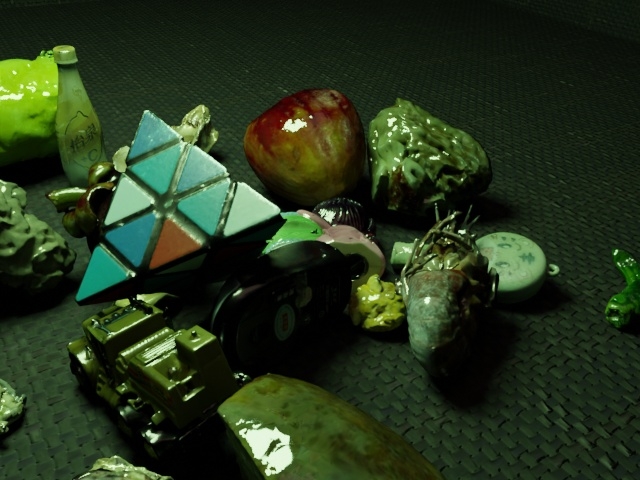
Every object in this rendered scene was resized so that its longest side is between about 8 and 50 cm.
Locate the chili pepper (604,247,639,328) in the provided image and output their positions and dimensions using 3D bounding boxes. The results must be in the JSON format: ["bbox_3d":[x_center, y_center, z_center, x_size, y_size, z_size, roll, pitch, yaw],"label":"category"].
[{"bbox_3d":[0.483,0.073,0.947,0.073,0.050,0.182,9,31,23],"label":"chili pepper"}]

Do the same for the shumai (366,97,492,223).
[{"bbox_3d":[0.176,-0.122,1.151,0.256,0.189,0.218,31,58,13],"label":"shumai"}]

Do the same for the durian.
[{"bbox_3d":[-0.634,-0.220,1.182,0.340,0.256,0.204,-29,85,-40],"label":"durian"}]

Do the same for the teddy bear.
[{"bbox_3d":[-0.603,0.007,0.881,0.368,0.224,0.357,10,32,40],"label":"teddy bear"}]

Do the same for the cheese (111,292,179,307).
[{"bbox_3d":[-0.250,0.086,0.882,0.060,0.041,0.084,25,40,34],"label":"cheese"}]

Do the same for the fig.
[{"bbox_3d":[-0.018,-0.170,1.137,0.224,0.223,0.263,-14,23,-23],"label":"fig"}]

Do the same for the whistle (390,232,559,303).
[{"bbox_3d":[0.241,0.039,0.971,0.258,0.067,0.126,6,45,14],"label":"whistle"}]

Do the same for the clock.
[{"bbox_3d":[0.000,0.000,0.984,0.194,0.100,0.195,3,24,-1],"label":"clock"}]

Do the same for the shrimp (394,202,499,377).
[{"bbox_3d":[0.176,0.040,0.867,0.117,0.145,0.343,-21,30,32],"label":"shrimp"}]

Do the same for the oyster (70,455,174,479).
[{"bbox_3d":[-0.184,0.282,0.572,0.191,0.081,0.163,2,54,-28],"label":"oyster"}]

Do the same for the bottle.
[{"bbox_3d":[-0.449,-0.222,1.137,0.083,0.269,0.083,3,33,-2],"label":"bottle"}]

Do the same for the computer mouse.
[{"bbox_3d":[-0.059,0.081,0.822,0.096,0.137,0.233,31,37,35],"label":"computer mouse"}]

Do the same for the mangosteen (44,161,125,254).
[{"bbox_3d":[-0.292,-0.041,0.932,0.231,0.194,0.194,27,30,-13],"label":"mangosteen"}]

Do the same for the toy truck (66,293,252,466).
[{"bbox_3d":[-0.197,0.138,0.704,0.127,0.127,0.257,-30,29,-34],"label":"toy truck"}]

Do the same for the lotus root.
[{"bbox_3d":[0.034,0.239,0.577,0.314,0.141,0.210,31,41,34],"label":"lotus root"}]

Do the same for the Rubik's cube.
[{"bbox_3d":[-0.176,0.030,0.840,0.284,0.234,0.250,32,78,27],"label":"Rubik's cube"}]

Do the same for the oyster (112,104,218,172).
[{"bbox_3d":[-0.299,-0.175,1.251,0.162,0.107,0.232,25,57,23],"label":"oyster"}]

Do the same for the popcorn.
[{"bbox_3d":[0.084,0.094,0.887,0.084,0.084,0.084,2,33,-1],"label":"popcorn"}]

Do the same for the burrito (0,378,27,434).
[{"bbox_3d":[-0.443,0.146,0.701,0.230,0.058,0.063,33,69,-3],"label":"burrito"}]
